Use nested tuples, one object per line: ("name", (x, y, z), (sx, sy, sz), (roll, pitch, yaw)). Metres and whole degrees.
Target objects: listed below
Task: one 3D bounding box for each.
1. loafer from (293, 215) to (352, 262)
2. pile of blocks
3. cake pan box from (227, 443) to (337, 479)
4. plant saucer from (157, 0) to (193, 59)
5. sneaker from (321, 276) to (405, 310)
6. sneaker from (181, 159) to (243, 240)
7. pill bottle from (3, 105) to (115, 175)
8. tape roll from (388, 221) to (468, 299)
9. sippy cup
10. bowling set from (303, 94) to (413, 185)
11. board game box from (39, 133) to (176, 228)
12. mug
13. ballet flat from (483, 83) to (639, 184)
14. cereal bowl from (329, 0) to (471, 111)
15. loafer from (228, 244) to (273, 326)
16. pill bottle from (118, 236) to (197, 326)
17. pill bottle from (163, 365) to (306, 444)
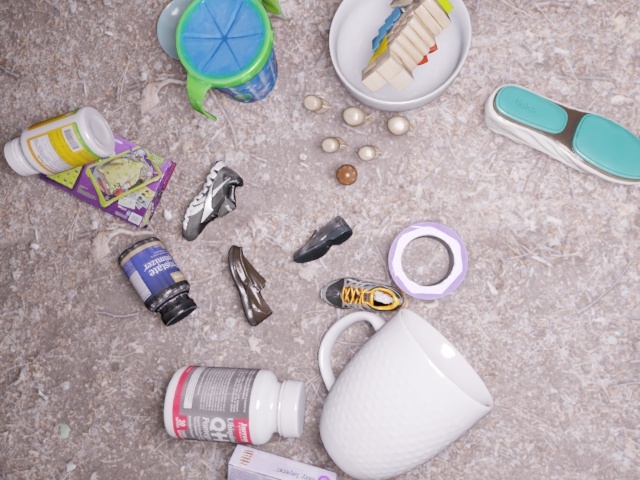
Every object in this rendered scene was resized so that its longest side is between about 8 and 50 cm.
("loafer", (0.000, 0.000, 1.163), (0.170, 0.062, 0.061), (-30, 61, 2))
("pile of blocks", (0.222, -0.484, 1.006), (0.112, 0.149, 0.362), (30, 99, -34))
("cake pan box", (-0.097, 0.634, 1.075), (0.266, 0.070, 0.246), (11, 116, 10))
("plant saucer", (-0.363, -0.595, 1.260), (0.194, 0.037, 0.195), (0, 87, 8))
("sneaker", (0.106, 0.137, 1.121), (0.214, 0.083, 0.084), (1, 88, 10))
("sneaker", (-0.284, -0.092, 1.194), (0.106, 0.078, 0.234), (28, 88, 11))
("pill bottle", (-0.697, -0.255, 1.189), (0.245, 0.136, 0.136), (-16, 84, 7))
("tape roll", (0.262, 0.051, 1.105), (0.188, 0.080, 0.189), (-1, 86, 9))
("sippy cup", (-0.212, -0.466, 1.135), (0.305, 0.224, 0.240), (-24, 82, 6))
("bowling set", (0.075, -0.250, 1.140), (0.286, 0.154, 0.200), (20, 108, 8))
("board game box", (-0.603, -0.197, 1.264), (0.346, 0.056, 0.208), (26, 94, 9))
("mug", (0.139, 0.333, 1.028), (0.328, 0.276, 0.374), (-47, 56, 13))
("ballet flat", (0.573, -0.245, 1.058), (0.400, 0.139, 0.139), (27, 90, 5))
("cereal bowl", (0.194, -0.476, 1.116), (0.338, 0.141, 0.339), (-1, 84, 7))
("loafer", (-0.181, 0.111, 1.173), (0.078, 0.080, 0.220), (-19, 89, -3))
("pill bottle", (-0.425, 0.111, 1.178), (0.122, 0.123, 0.219), (-37, 82, 4))
("pill bottle", (-0.201, 0.404, 1.099), (0.318, 0.176, 0.176), (0, 86, 8))
